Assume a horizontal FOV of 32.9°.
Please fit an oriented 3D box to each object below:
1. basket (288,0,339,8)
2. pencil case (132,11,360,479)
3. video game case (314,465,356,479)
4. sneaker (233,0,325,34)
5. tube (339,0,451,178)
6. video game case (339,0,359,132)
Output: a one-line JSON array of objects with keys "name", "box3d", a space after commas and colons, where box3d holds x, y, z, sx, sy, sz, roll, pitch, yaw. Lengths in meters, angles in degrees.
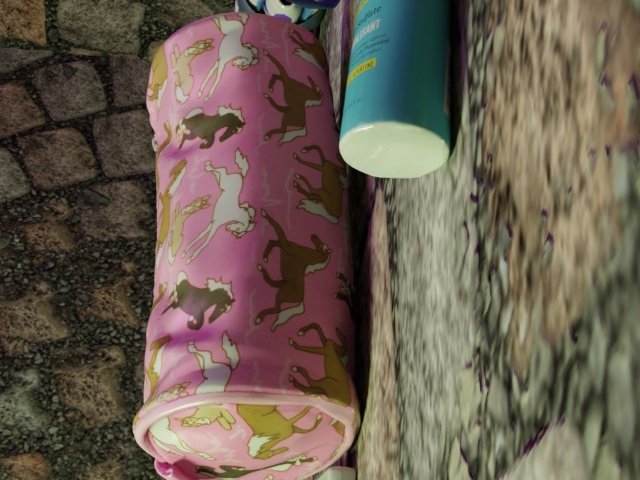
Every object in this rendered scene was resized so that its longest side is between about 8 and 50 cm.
[{"name": "basket", "box3d": [-0.046, -0.349, 0.983, 0.289, 0.201, 0.255, -12, -75, -59]}, {"name": "pencil case", "box3d": [-0.062, 0.001, 0.856, 0.167, 0.160, 0.386, 120, 152, -49]}, {"name": "video game case", "box3d": [0.000, 0.282, 0.827, 0.212, 0.023, 0.193, 111, 162, -71]}, {"name": "sneaker", "box3d": [-0.064, -0.265, 1.380, 0.236, 0.130, 0.323, -89, 10, -76]}, {"name": "tube", "box3d": [0.044, -0.133, 0.553, 0.080, 0.052, 0.207, -38, 41, 54]}, {"name": "video game case", "box3d": [0.033, -0.177, 0.872, 0.166, 0.015, 0.119, 106, 167, -66]}]
